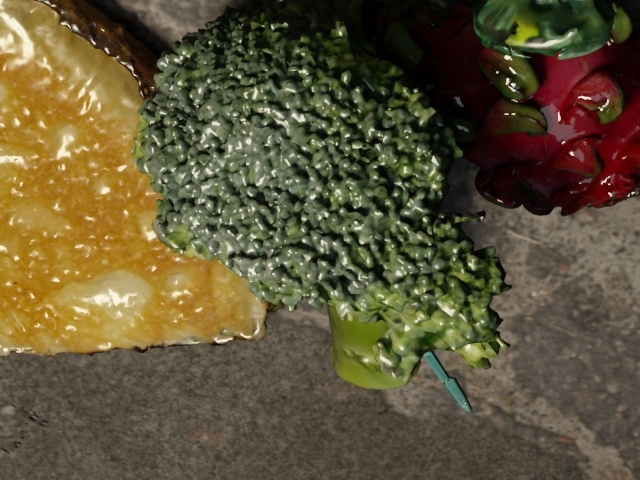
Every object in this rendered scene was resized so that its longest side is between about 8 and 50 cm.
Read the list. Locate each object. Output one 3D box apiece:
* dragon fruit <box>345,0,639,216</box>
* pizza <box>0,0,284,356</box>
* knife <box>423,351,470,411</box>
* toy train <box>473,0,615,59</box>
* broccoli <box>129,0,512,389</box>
[{"bbox_3d":[0.161,-0.118,1.218,0.273,0.218,0.198,-1,86,24],"label":"dragon fruit"},{"bbox_3d":[-0.205,-0.029,1.361,0.392,0.080,0.435,19,124,-9],"label":"pizza"},{"bbox_3d":[0.133,0.147,1.498,0.014,0.005,0.091,-24,119,20],"label":"knife"},{"bbox_3d":[0.286,-0.251,1.055,0.442,0.272,0.179,5,123,13],"label":"toy train"},{"bbox_3d":[-0.009,-0.035,1.229,0.275,0.397,0.353,-15,84,4],"label":"broccoli"}]
